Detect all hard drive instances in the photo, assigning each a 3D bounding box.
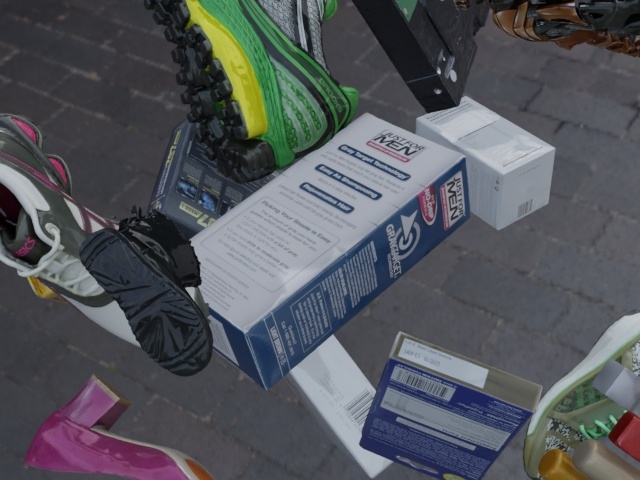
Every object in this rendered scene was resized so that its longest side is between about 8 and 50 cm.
[{"bbox_3d":[0.119,-0.376,1.250,0.064,0.339,0.236,-8,47,36],"label":"hard drive"}]

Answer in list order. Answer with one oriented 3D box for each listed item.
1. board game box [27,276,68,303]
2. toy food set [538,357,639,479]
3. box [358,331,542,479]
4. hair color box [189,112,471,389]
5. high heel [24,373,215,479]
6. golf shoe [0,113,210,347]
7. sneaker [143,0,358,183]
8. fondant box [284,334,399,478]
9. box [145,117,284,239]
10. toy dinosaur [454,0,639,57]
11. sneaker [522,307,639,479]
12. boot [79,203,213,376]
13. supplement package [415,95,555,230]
[{"bbox_3d":[-0.308,0.012,1.032,0.039,0.259,0.124,-28,85,-3],"label":"board game box"},{"bbox_3d":[0.365,0.210,1.018,0.232,0.105,0.111,-54,12,2],"label":"toy food set"},{"bbox_3d":[0.117,0.175,0.888,0.137,0.225,0.036,20,56,6],"label":"box"},{"bbox_3d":[0.000,0.000,1.061,0.347,0.105,0.174,-38,47,-24],"label":"hair color box"},{"bbox_3d":[-0.191,0.248,0.904,0.244,0.082,0.117,37,82,19],"label":"high heel"},{"bbox_3d":[-0.216,0.015,0.771,0.105,0.273,0.120,-44,10,17],"label":"golf shoe"},{"bbox_3d":[-0.077,-0.230,0.792,0.146,0.343,0.134,-24,9,-26],"label":"sneaker"},{"bbox_3d":[0.017,0.259,1.554,0.096,0.238,0.330,-38,4,-11],"label":"fondant box"},{"bbox_3d":[-0.129,-0.050,1.322,0.059,0.233,0.183,-30,41,43],"label":"box"},{"bbox_3d":[0.183,-0.214,0.658,0.322,0.164,0.218,-6,0,-42],"label":"toy dinosaur"},{"bbox_3d":[0.553,0.321,1.722,0.410,0.158,0.182,-51,49,6],"label":"sneaker"},{"bbox_3d":[-0.106,0.030,0.617,0.045,0.099,0.121,-41,88,12],"label":"boot"},{"bbox_3d":[0.310,-0.154,1.735,0.139,0.133,0.244,-26,45,-24],"label":"supplement package"}]
